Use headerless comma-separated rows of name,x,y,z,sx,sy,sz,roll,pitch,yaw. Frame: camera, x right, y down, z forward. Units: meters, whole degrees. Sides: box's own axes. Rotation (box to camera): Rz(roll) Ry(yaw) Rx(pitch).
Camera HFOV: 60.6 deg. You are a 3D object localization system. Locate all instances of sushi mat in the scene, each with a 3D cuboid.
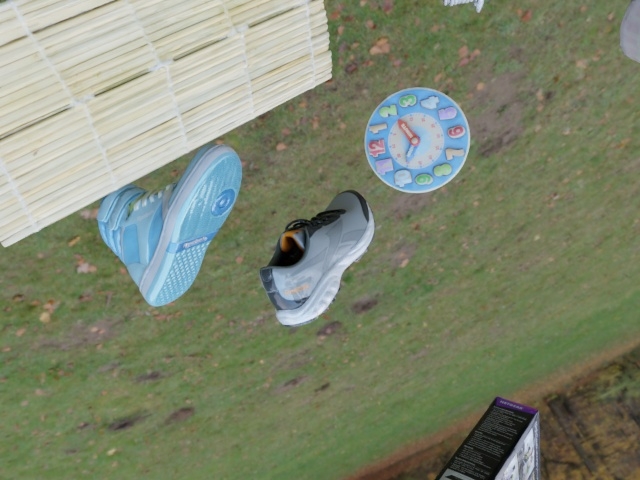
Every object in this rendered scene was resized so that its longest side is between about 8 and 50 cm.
sushi mat,-0.123,-0.127,0.406,0.317,0.019,0.151,-34,135,-22

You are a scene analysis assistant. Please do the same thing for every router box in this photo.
router box,0.160,0.259,0.507,0.133,0.046,0.178,-28,117,-43

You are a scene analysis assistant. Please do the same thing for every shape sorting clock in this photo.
shape sorting clock,0.189,-0.197,1.081,0.206,0.206,0.040,-37,178,20

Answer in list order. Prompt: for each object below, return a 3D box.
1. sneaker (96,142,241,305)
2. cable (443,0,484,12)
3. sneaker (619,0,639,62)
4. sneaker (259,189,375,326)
sneaker,-0.270,-0.064,0.906,0.127,0.208,0.319,-16,144,-58
cable,0.291,-0.653,1.200,0.089,0.256,0.257,-12,174,15
sneaker,0.354,-0.227,0.355,0.108,0.121,0.302,14,123,-34
sneaker,0.000,0.000,0.813,0.100,0.271,0.108,-11,122,36
